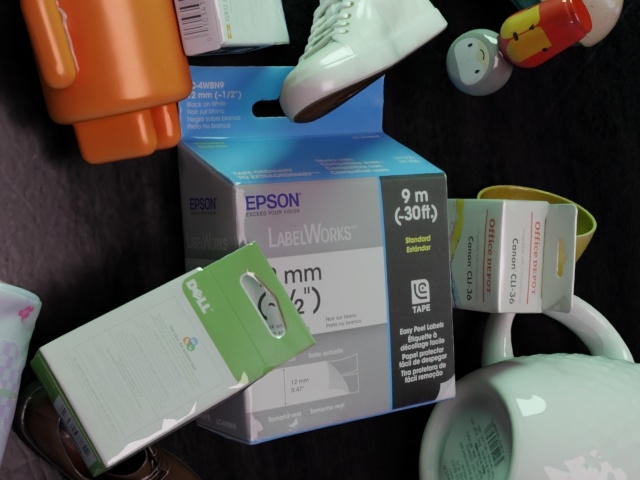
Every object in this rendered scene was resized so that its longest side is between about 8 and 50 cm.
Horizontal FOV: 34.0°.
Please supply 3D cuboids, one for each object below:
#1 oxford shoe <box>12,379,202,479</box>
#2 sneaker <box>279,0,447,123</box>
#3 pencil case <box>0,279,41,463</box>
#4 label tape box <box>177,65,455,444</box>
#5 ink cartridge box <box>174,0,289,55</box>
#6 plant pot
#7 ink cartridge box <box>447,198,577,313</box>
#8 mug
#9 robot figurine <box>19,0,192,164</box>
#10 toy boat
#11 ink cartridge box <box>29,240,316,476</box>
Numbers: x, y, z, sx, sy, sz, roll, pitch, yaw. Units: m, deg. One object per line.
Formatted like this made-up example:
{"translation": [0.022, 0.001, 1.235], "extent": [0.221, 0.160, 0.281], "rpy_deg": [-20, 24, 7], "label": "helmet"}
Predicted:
{"translation": [-0.167, 0.210, 0.926], "extent": [0.227, 0.096, 0.083], "rpy_deg": [42, 68, -29], "label": "oxford shoe"}
{"translation": [0.019, -0.202, 1.006], "extent": [0.123, 0.106, 0.290], "rpy_deg": [55, 34, -7], "label": "sneaker"}
{"translation": [-0.306, 0.153, 0.810], "extent": [0.124, 0.113, 0.273], "rpy_deg": [43, 58, -68], "label": "pencil case"}
{"translation": [0.000, 0.000, 1.021], "extent": [0.249, 0.115, 0.347], "rpy_deg": [-6, 96, -34], "label": "label tape box"}
{"translation": [-0.090, -0.274, 0.949], "extent": [0.208, 0.045, 0.206], "rpy_deg": [-37, 117, -72], "label": "ink cartridge box"}
{"translation": [0.232, 0.008, 1.182], "extent": [0.134, 0.134, 0.095], "rpy_deg": [-8, 121, -34], "label": "plant pot"}
{"translation": [0.170, 0.014, 1.084], "extent": [0.067, 0.198, 0.115], "rpy_deg": [1, 91, -34], "label": "ink cartridge box"}
{"translation": [0.283, 0.218, 1.154], "extent": [0.328, 0.276, 0.374], "rpy_deg": [17, 52, -26], "label": "mug"}
{"translation": [-0.182, -0.179, 0.884], "extent": [0.158, 0.128, 0.219], "rpy_deg": [-18, 102, -27], "label": "robot figurine"}
{"translation": [0.216, -0.283, 1.122], "extent": [0.267, 0.148, 0.318], "rpy_deg": [46, 39, -27], "label": "toy boat"}
{"translation": [-0.121, 0.096, 0.876], "extent": [0.209, 0.062, 0.109], "rpy_deg": [-28, 83, -28], "label": "ink cartridge box"}
